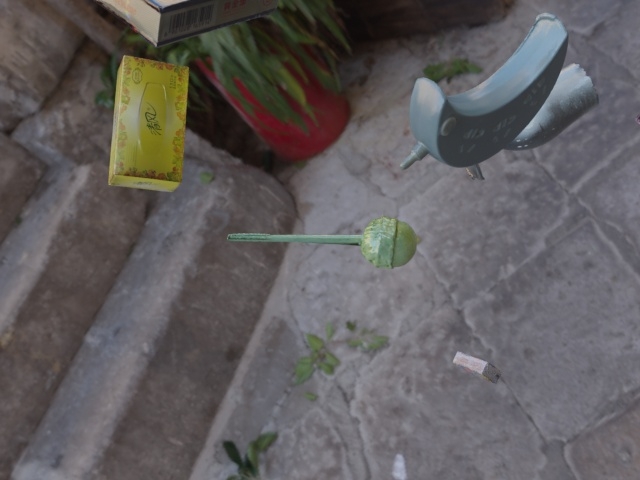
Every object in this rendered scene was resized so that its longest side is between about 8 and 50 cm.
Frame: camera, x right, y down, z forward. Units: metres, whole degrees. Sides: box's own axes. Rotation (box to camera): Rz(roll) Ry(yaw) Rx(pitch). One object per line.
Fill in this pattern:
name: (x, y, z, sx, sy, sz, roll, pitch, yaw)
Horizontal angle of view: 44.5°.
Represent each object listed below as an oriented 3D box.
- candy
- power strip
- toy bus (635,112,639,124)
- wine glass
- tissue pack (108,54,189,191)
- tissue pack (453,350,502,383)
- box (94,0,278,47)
candy: (0.000, 0.000, 1.371, 0.336, 0.093, 0.092, 2, 88, 8)
power strip: (0.196, -0.166, 0.963, 0.253, 0.167, 0.054, -32, 54, -21)
toy bus: (0.863, -0.225, 1.795, 0.112, 0.274, 0.090, -39, -9, -28)
wine glass: (0.318, -0.185, 1.226, 0.222, 0.103, 0.103, -30, 39, 4)
tissue pack: (-0.243, -0.164, 1.111, 0.062, 0.095, 0.176, 155, 120, -65)
tissue pack: (0.326, 0.265, 1.631, 0.083, 0.063, 0.035, 13, 73, 51)
box: (-0.243, -0.470, 1.442, 0.198, 0.084, 0.310, 39, 45, 21)
